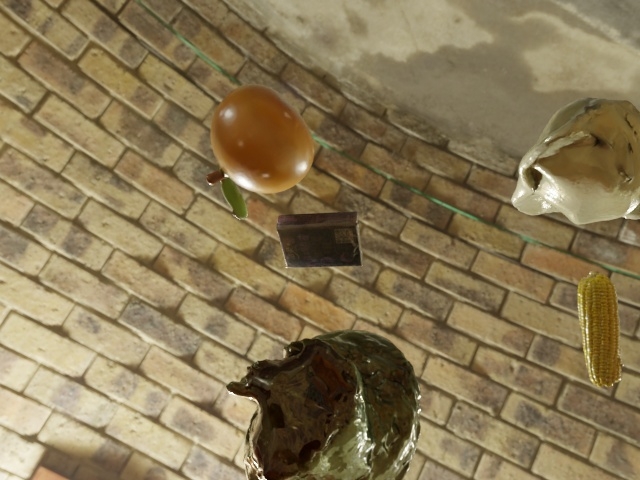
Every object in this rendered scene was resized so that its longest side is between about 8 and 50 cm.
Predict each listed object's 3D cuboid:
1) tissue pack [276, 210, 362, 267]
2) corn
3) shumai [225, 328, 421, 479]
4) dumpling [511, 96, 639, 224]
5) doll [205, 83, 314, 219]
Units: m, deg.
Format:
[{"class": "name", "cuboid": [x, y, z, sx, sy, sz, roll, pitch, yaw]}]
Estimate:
[{"class": "tissue pack", "cuboid": [0.000, 0.000, 1.119, 0.156, 0.051, 0.112, -2, 132, 9]}, {"class": "corn", "cuboid": [0.504, 0.157, 1.048, 0.067, 0.206, 0.067, -3, 171, 0]}, {"class": "shumai", "cuboid": [-0.018, 0.319, 1.023, 0.324, 0.397, 0.323, 37, 176, 30]}, {"class": "dumpling", "cuboid": [0.433, -0.123, 0.984, 0.318, 0.187, 0.243, 17, 151, -29]}, {"class": "doll", "cuboid": [-0.133, -0.170, 1.119, 0.213, 0.236, 0.213, 48, -173, -7]}]
